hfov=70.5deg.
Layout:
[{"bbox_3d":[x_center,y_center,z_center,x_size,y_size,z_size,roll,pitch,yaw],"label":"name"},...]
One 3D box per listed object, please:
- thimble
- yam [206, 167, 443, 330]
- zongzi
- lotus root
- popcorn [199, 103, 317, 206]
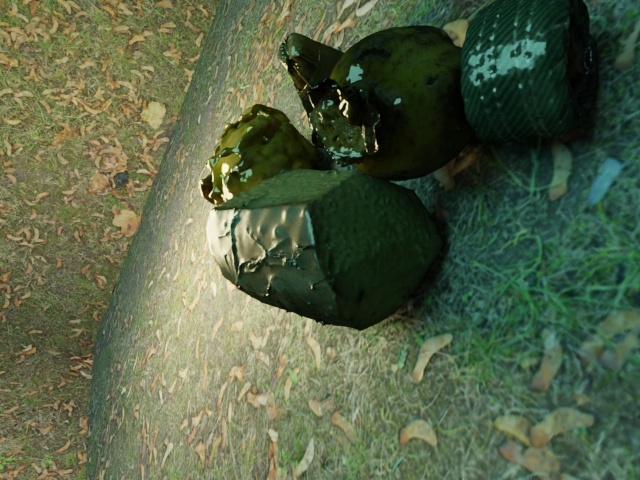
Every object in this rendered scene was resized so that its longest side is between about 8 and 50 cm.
[{"bbox_3d":[0.191,-0.158,0.413,0.090,0.118,0.135,0,58,43],"label":"thimble"},{"bbox_3d":[0.000,0.005,0.578,0.271,0.203,0.201,-6,113,57],"label":"yam"},{"bbox_3d":[-0.027,-0.264,0.782,0.176,0.160,0.078,-32,54,46],"label":"zongzi"},{"bbox_3d":[0.077,-0.135,0.464,0.154,0.278,0.153,19,124,29],"label":"lotus root"},{"bbox_3d":[-0.113,-0.122,0.826,0.250,0.190,0.250,-51,30,45],"label":"popcorn"}]
